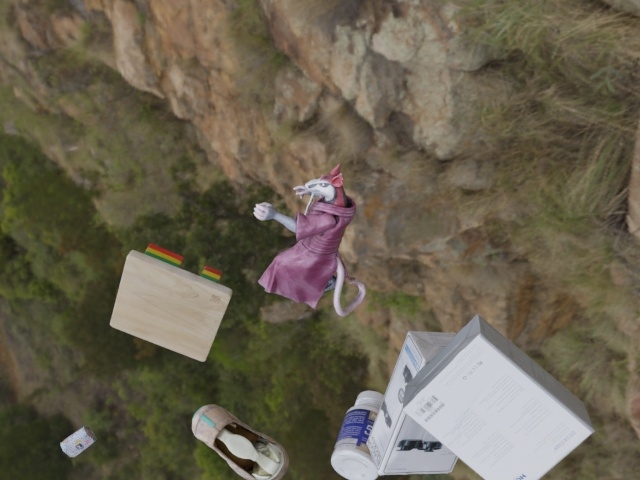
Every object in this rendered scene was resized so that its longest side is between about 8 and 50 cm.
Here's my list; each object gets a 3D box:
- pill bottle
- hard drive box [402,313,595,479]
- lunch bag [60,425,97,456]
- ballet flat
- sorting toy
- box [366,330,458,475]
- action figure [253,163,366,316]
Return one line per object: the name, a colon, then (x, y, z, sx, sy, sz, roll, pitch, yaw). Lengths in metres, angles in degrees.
pill bottle: (0.101, 0.440, 1.613, 0.112, 0.187, 0.112, 11, 132, 12)
hard drive box: (0.275, 0.264, 1.117, 0.232, 0.089, 0.181, 41, 108, -2)
lunch bag: (-0.611, 0.508, 1.789, 0.053, 0.071, 0.083, 52, 166, 12)
ballet flat: (-0.152, 0.462, 1.533, 0.106, 0.108, 0.316, 13, 157, 49)
sorting toy: (-0.362, 0.147, 1.751, 0.257, 0.089, 0.255, 22, 127, -5)
box: (0.212, 0.318, 1.368, 0.087, 0.169, 0.290, -118, 37, -56)
action figure: (0.000, 0.000, 1.599, 0.275, 0.248, 0.370, 34, 130, 11)
